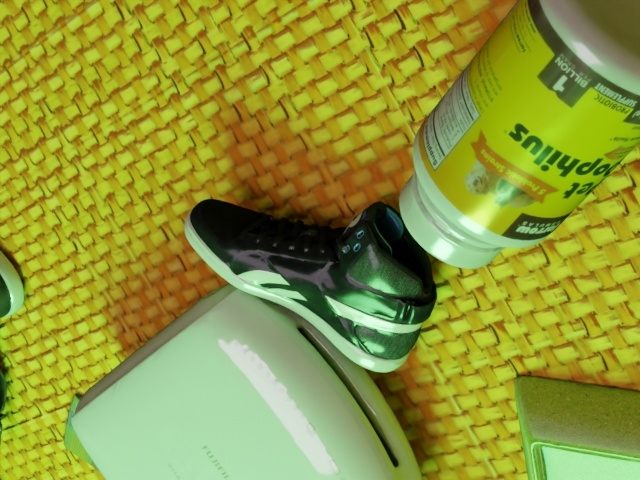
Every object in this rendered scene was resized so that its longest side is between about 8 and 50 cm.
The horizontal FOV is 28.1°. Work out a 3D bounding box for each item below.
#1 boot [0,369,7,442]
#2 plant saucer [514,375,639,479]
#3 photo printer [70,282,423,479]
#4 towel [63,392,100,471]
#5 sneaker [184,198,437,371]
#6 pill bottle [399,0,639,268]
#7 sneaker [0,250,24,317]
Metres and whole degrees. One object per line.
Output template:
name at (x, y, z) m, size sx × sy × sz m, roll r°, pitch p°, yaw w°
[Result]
boot at (-0.457, 0.223, 1.459) m, size 0.207 × 0.090 × 0.248 m, roll 20°, pitch 109°, yaw 27°
plant saucer at (0.235, 0.205, 0.975) m, size 0.188 × 0.045 × 0.188 m, roll 4°, pitch 117°, yaw 36°
photo printer at (-0.065, 0.181, 1.148) m, size 0.256 × 0.107 × 0.307 m, roll 54°, pitch 133°, yaw 0°
towel at (-0.248, 0.207, 1.369) m, size 0.060 × 0.009 × 0.083 m, roll 31°, pitch 129°, yaw 21°
sneaker at (0.000, 0.000, 1.026) m, size 0.217 × 0.079 × 0.121 m, roll 33°, pitch 127°, yaw 8°
pill bottle at (0.140, -0.076, 0.842) m, size 0.117 × 0.117 × 0.215 m, roll 45°, pitch 133°, yaw 8°
sneaker at (-0.460, 0.004, 1.325) m, size 0.295 × 0.147 × 0.105 m, roll 37°, pitch 133°, yaw 17°
